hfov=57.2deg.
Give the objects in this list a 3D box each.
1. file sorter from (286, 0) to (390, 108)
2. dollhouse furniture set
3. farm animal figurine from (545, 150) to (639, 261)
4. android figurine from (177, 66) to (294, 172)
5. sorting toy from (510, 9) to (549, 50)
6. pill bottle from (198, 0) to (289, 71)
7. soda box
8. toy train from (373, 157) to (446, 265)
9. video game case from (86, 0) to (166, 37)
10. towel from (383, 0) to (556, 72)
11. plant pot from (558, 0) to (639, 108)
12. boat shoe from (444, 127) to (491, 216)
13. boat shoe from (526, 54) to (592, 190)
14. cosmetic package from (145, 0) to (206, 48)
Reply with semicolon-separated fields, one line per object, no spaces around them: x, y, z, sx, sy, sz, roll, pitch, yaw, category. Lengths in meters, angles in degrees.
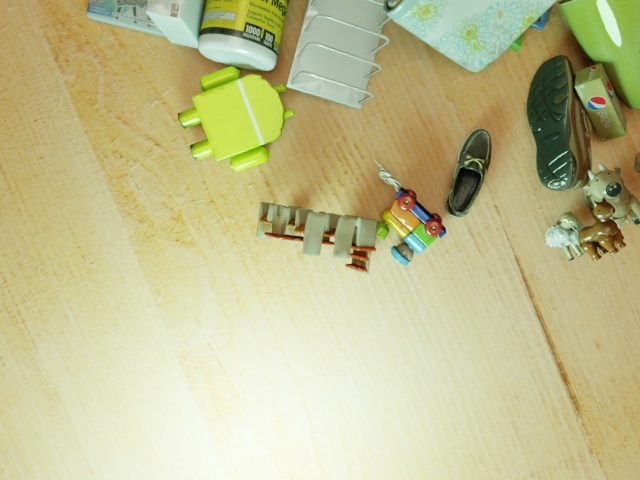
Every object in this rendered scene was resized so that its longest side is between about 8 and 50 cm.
0.058;-0.476;1.360;0.193;0.173;0.277;14;92;-12;file sorter
0.000;0.000;1.366;0.259;0.262;0.135;6;95;-30;dollhouse furniture set
0.674;-0.104;1.299;0.330;0.327;0.172;-30;84;0;farm animal figurine
-0.202;-0.301;1.441;0.273;0.056;0.248;-22;96;2;android figurine
0.389;-0.595;1.425;0.348;0.047;0.196;30;92;1;sorting toy
-0.164;-0.584;1.373;0.188;0.188;0.333;11;92;1;pill bottle
0.655;-0.318;1.368;0.181;0.058;0.061;46;50;-31;soda box
0.173;-0.065;1.429;0.248;0.105;0.143;43;106;0;toy train
-0.386;-0.660;1.454;0.329;0.036;0.299;14;92;2;video game case
0.364;-0.558;1.250;0.321;0.090;0.374;20;132;-34;towel
0.728;-0.461;1.331;0.275;0.275;0.293;-27;105;2;plant pot
0.367;-0.165;1.427;0.081;0.068;0.227;17;92;1;boat shoe
0.581;-0.273;1.406;0.120;0.123;0.323;4;83;-30;boat shoe
-0.315;-0.523;1.323;0.086;0.231;0.117;11;91;1;cosmetic package
